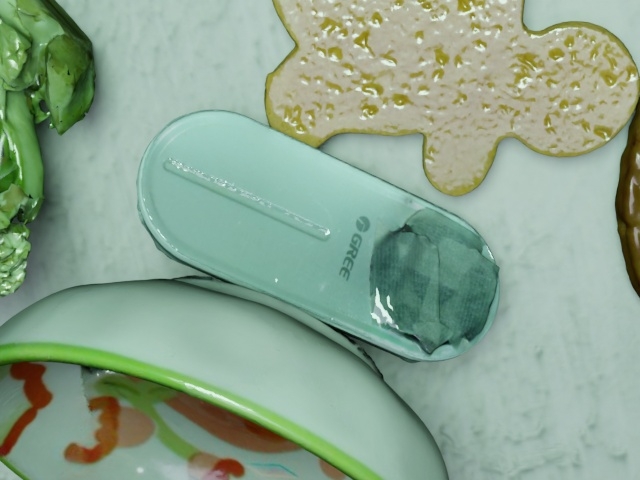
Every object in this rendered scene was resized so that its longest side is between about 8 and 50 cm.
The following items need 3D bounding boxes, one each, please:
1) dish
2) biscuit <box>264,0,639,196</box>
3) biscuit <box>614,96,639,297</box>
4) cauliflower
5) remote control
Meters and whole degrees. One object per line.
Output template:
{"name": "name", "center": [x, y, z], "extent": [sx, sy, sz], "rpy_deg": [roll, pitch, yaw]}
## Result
{"name": "dish", "center": [-0.057, 0.113, 0.691], "extent": [0.324, 0.124, 0.324], "rpy_deg": [16, 147, 11]}
{"name": "biscuit", "center": [0.081, -0.110, 0.688], "extent": [0.240, 0.035, 0.158], "rpy_deg": [12, 111, 4]}
{"name": "biscuit", "center": [0.347, -0.032, 0.676], "extent": [0.317, 0.040, 0.318], "rpy_deg": [2, 105, 6]}
{"name": "cauliflower", "center": [-0.254, -0.091, 0.650], "extent": [0.250, 0.272, 0.275], "rpy_deg": [-24, 120, -18]}
{"name": "remote control", "center": [0.000, 0.000, 0.687], "extent": [0.247, 0.052, 0.104], "rpy_deg": [25, 70, -11]}
